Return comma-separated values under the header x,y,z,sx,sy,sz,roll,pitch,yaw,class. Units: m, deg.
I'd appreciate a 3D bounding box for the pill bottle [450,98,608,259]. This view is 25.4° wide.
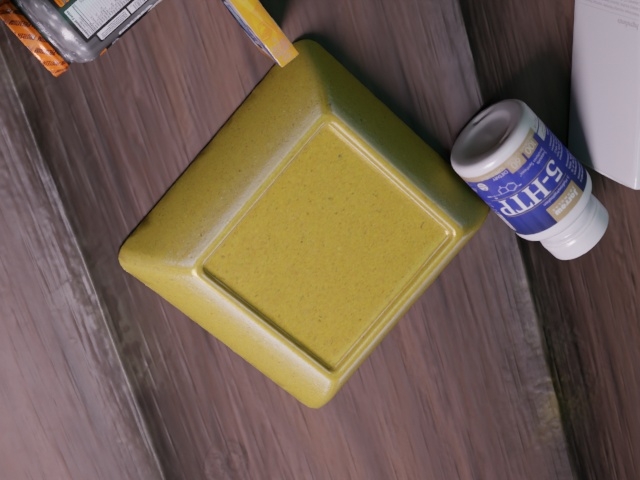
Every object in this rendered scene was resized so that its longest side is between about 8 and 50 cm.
x,y,z,sx,sy,sz,roll,pitch,yaw,class
0.250,-0.066,1.658,0.112,0.112,0.186,-48,116,1,pill bottle

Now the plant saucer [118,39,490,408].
x,y,z,sx,sy,sz,roll,pitch,yaw,class
0.000,0.000,1.610,0.332,0.081,0.333,40,92,-25,plant saucer

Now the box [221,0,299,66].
x,y,z,sx,sy,sz,roll,pitch,yaw,class
-0.082,-0.247,1.495,0.028,0.081,0.136,-42,116,-1,box

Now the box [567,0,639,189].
x,y,z,sx,sy,sz,roll,pitch,yaw,class
0.422,-0.251,1.624,0.215,0.168,0.345,-6,109,-18,box

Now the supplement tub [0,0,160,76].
x,y,z,sx,sy,sz,roll,pitch,yaw,class
-0.225,-0.260,1.420,0.190,0.117,0.117,-41,116,-1,supplement tub
